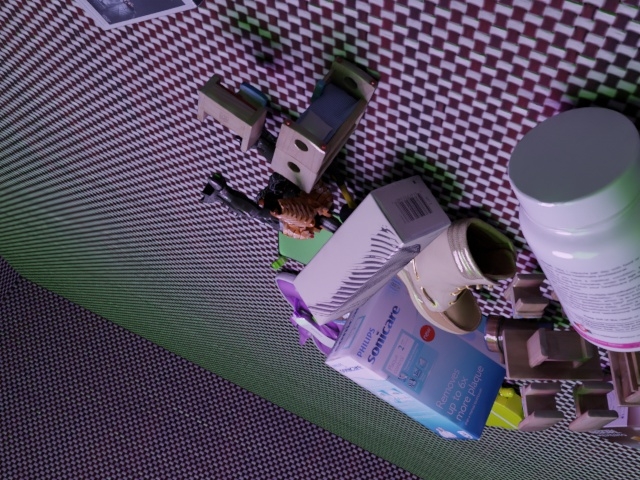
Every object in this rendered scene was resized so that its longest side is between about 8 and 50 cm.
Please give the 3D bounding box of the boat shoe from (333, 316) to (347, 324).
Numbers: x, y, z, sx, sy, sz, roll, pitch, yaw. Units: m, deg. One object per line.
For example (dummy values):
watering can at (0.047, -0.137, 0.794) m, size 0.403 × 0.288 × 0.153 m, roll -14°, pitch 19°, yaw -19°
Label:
boat shoe at (0.072, 0.136, 1.567) m, size 0.183 × 0.066 × 0.066 m, roll -10°, pitch 129°, yaw 47°

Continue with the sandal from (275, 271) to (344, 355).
sandal at (-0.002, 0.220, 1.769) m, size 0.169 × 0.102 × 0.416 m, roll 14°, pitch 153°, yaw 32°

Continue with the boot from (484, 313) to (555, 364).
boot at (0.361, 0.177, 1.251) m, size 0.106 × 0.082 × 0.219 m, roll 3°, pitch 168°, yaw 29°

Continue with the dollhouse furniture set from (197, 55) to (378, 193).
dollhouse furniture set at (-0.046, -0.183, 0.949) m, size 0.184 × 0.129 × 0.129 m, roll 34°, pitch 157°, yaw 2°

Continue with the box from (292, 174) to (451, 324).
box at (0.071, 0.021, 1.123) m, size 0.094 × 0.113 × 0.275 m, roll 57°, pitch 142°, yaw 15°

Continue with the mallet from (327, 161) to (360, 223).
mallet at (0.043, -0.086, 1.168) m, size 0.062 × 0.039 × 0.189 m, roll 16°, pitch 150°, yaw 32°

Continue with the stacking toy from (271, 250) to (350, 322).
stacking toy at (-0.010, 0.088, 1.520) m, size 0.167 × 0.052 × 0.221 m, roll 53°, pitch 157°, yaw -5°

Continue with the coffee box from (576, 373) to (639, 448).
coffee box at (0.561, 0.282, 1.206) m, size 0.141 × 0.098 × 0.246 m, roll 21°, pitch 159°, yaw -13°

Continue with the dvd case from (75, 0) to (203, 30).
dvd case at (-0.284, -0.368, 0.965) m, size 0.239 × 0.029 × 0.179 m, roll 6°, pitch 149°, yaw 44°

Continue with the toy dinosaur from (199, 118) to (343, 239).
toy dinosaur at (-0.048, -0.076, 1.106) m, size 0.218 × 0.164 × 0.322 m, roll 35°, pitch 167°, yaw -5°

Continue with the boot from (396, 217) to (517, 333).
boot at (0.234, 0.062, 1.166) m, size 0.203 × 0.095 × 0.262 m, roll -3°, pitch 132°, yaw 53°

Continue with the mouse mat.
mouse mat at (0.000, 0.000, 1.358) m, size 0.190 × 0.007 × 0.152 m, roll 20°, pitch 133°, yaw 21°

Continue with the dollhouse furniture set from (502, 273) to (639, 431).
dollhouse furniture set at (0.391, 0.178, 1.089) m, size 0.242 × 0.212 × 0.161 m, roll 1°, pitch 154°, yaw -2°

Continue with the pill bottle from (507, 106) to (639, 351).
pill bottle at (0.325, -0.006, 0.833) m, size 0.160 × 0.160 × 0.283 m, roll 8°, pitch 149°, yaw 42°

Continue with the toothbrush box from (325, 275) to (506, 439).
toothbrush box at (0.193, 0.208, 1.369) m, size 0.296 × 0.216 × 0.126 m, roll 34°, pitch 156°, yaw -8°

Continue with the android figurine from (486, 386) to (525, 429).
android figurine at (0.385, 0.374, 1.694) m, size 0.248 × 0.056 × 0.273 m, roll 34°, pitch 157°, yaw -11°
